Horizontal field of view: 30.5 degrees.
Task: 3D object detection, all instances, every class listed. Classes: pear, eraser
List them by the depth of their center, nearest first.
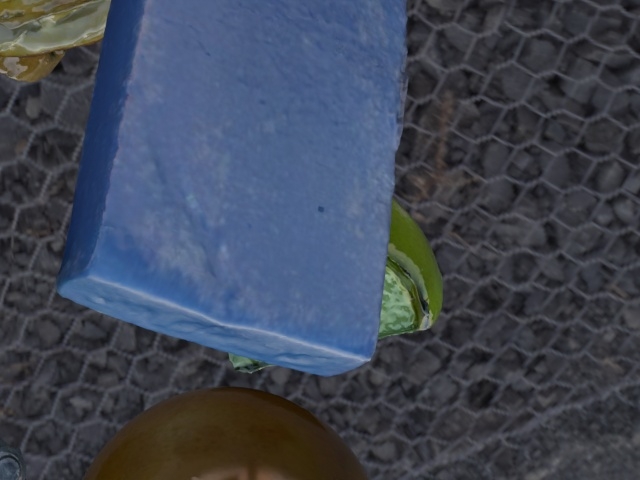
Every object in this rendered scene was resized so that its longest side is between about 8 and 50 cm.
[{"bbox_3d":[-0.026,-0.103,0.542,0.144,0.043,0.311,21,64,-32],"label":"eraser"},{"bbox_3d":[0.000,0.000,1.397,0.286,0.282,0.176,-15,113,20],"label":"pear"}]

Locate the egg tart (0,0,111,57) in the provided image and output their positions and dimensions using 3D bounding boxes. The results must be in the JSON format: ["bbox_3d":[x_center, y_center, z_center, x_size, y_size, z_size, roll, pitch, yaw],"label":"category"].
[{"bbox_3d":[-0.215,-0.234,0.898,0.295,0.295,0.116,-20,123,-10],"label":"egg tart"}]

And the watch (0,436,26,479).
[{"bbox_3d":[-0.388,0.274,1.149,0.068,0.193,0.206,51,47,-24],"label":"watch"}]

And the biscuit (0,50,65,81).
[{"bbox_3d":[-0.440,-0.291,1.271,0.344,0.287,0.057,37,103,11],"label":"biscuit"}]

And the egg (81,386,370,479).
[{"bbox_3d":[-0.083,0.290,1.015,0.283,0.282,0.351,-2,125,-17],"label":"egg"}]
